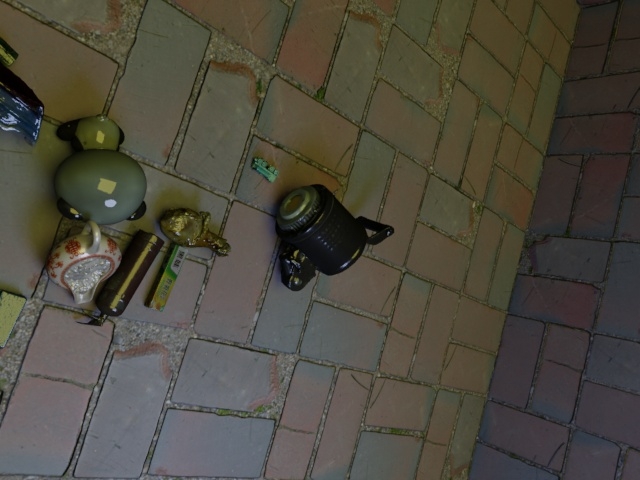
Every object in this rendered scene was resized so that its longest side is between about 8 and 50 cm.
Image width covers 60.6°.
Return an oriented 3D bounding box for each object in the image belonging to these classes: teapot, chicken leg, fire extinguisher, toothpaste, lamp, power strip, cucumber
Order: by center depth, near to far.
[{"bbox_3d":[-0.677,-0.408,1.128,0.048,0.048,0.105,-53,125,-23],"label":"cucumber"},{"bbox_3d":[-0.694,0.172,1.193,0.056,0.032,0.123,29,77,-38],"label":"power strip"},{"bbox_3d":[-0.532,0.039,1.237,0.159,0.246,0.116,-2,56,-28],"label":"teapot"},{"bbox_3d":[-0.499,-0.154,1.240,0.197,0.197,0.244,-2,73,-40],"label":"lamp"},{"bbox_3d":[-0.489,0.097,1.341,0.089,0.072,0.268,30,74,-11],"label":"fire extinguisher"},{"bbox_3d":[-0.403,0.096,1.432,0.043,0.037,0.179,29,76,-38],"label":"toothpaste"},{"bbox_3d":[-0.323,-0.023,1.456,0.227,0.088,0.103,24,63,-39],"label":"chicken leg"},{"bbox_3d":[0.005,-0.043,1.652,0.374,0.205,0.272,-36,122,-20],"label":"lamp"}]

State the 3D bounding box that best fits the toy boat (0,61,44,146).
[{"bbox_3d":[-0.695,-0.303,1.087,0.142,0.129,0.309,-40,122,9],"label":"toy boat"}]

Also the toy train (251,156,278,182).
[{"bbox_3d":[-0.164,-0.209,1.609,0.092,0.029,0.045,32,90,-34],"label":"toy train"}]
